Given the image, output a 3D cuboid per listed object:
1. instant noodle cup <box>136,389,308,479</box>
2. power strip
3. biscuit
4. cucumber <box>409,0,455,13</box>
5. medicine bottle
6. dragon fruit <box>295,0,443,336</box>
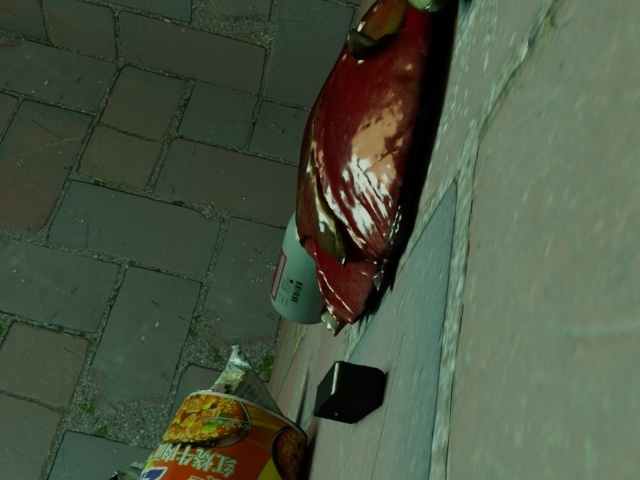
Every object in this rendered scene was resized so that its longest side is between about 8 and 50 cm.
[{"bbox_3d":[-0.117,0.287,0.859,0.213,0.213,0.174,109,-179,-58],"label":"instant noodle cup"},{"bbox_3d":[0.019,0.118,0.557,0.111,0.038,0.029,108,174,-68],"label":"power strip"},{"bbox_3d":[-0.149,0.298,1.028,0.079,0.186,0.309,-19,19,39],"label":"biscuit"},{"bbox_3d":[0.098,-0.210,0.577,0.067,0.035,0.107,-43,29,40],"label":"cucumber"},{"bbox_3d":[0.000,0.000,0.913,0.090,0.091,0.216,-81,7,-55],"label":"medicine bottle"},{"bbox_3d":[0.035,-0.081,0.671,0.282,0.100,0.343,-96,19,-68],"label":"dragon fruit"}]
